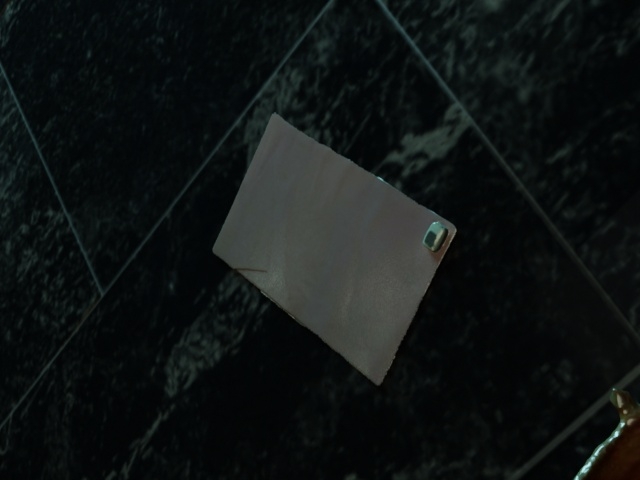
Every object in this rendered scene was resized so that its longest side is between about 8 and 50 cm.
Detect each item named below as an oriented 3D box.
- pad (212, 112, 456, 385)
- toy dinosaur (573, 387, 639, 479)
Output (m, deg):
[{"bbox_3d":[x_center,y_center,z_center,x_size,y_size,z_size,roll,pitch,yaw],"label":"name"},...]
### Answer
[{"bbox_3d":[0.000,0.000,0.723,0.188,0.006,0.113,36,108,41],"label":"pad"},{"bbox_3d":[0.226,0.063,0.432,0.327,0.113,0.206,-11,75,39],"label":"toy dinosaur"}]
